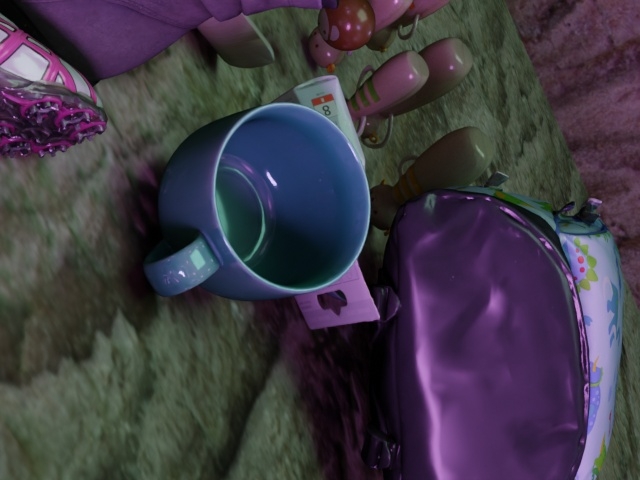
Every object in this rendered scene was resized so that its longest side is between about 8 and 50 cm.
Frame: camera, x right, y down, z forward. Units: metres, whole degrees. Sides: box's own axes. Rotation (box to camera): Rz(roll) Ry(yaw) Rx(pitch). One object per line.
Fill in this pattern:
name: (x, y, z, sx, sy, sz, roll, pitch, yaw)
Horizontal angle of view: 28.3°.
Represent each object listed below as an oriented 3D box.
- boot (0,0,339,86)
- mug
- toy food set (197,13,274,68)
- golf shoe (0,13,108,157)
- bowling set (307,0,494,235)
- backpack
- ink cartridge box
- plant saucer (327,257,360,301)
boot: (-0.140, -0.227, 0.665, 0.338, 0.223, 0.118, 48, 30, -46)
mug: (-0.056, -0.023, 0.861, 0.158, 0.097, 0.129, 4, 82, -37)
toy food set: (-0.102, -0.317, 1.039, 0.220, 0.092, 0.306, 48, 29, -46)
golf shoe: (-0.178, -0.099, 0.677, 0.186, 0.067, 0.086, 24, 48, -63)
bowling set: (0.041, -0.173, 1.255, 0.200, 0.154, 0.287, 26, 46, -37)
backpack: (0.155, 0.081, 1.114, 0.355, 0.273, 0.290, -131, -141, -84)
ink cartridge box: (0.001, -0.025, 0.980, 0.179, 0.045, 0.145, 67, -23, -2)
plant saucer: (0.000, 0.000, 1.108, 0.119, 0.021, 0.119, 53, 25, -39)
